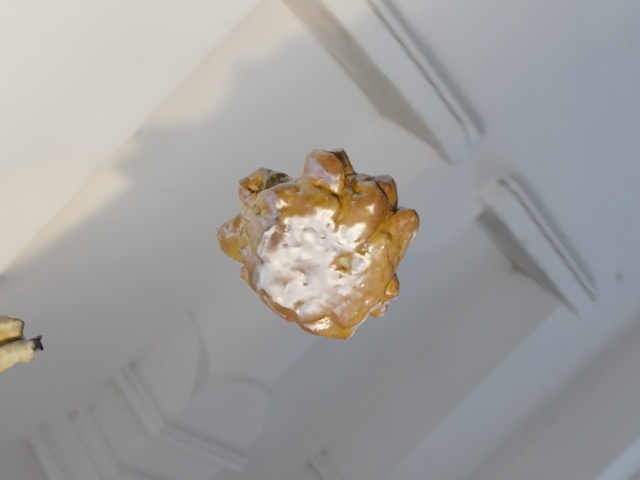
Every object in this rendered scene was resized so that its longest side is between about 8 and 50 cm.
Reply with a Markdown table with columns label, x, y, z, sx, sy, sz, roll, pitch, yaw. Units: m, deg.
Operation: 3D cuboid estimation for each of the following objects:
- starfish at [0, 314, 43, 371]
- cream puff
| label | x | y | z | sx | sy | sz | roll | pitch | yaw |
| --- | --- | --- | --- | --- | --- | --- | --- | --- | --- |
| starfish | -0.348 | 0.089 | 0.574 | 0.432 | 0.082 | 0.324 | 44 | -140 | -8 |
| cream puff | 0.000 | 0.000 | 0.612 | 0.094 | 0.122 | 0.116 | -87 | -19 | -74 |
